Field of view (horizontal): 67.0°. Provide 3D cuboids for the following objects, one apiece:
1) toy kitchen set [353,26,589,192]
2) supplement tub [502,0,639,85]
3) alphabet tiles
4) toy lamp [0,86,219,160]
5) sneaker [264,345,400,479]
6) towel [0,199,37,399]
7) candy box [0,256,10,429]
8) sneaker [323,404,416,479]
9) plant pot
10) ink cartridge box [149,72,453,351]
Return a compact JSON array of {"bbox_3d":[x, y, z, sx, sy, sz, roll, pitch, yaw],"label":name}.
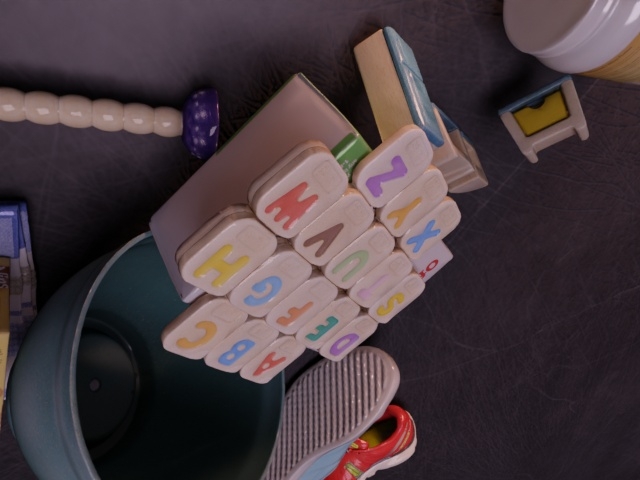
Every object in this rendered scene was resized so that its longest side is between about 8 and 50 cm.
[{"bbox_3d":[0.167,-0.154,0.506,0.166,0.122,0.207,-26,158,29],"label":"toy kitchen set"},{"bbox_3d":[0.303,-0.236,0.483,0.199,0.144,0.145,0,126,-22],"label":"supplement tub"},{"bbox_3d":[0.007,0.034,0.446,0.278,0.021,0.284,-39,143,5],"label":"alphabet tiles"},{"bbox_3d":[-0.229,-0.112,0.412,0.274,0.080,0.080,-1,126,-21],"label":"toy lamp"},{"bbox_3d":[0.007,0.311,0.823,0.366,0.135,0.150,-45,148,17],"label":"sneaker"},{"bbox_3d":[-0.410,0.080,0.501,0.209,0.034,0.285,-4,128,-30],"label":"towel"},{"bbox_3d":[-0.340,0.122,0.477,0.053,0.109,0.187,2,124,-33],"label":"candy box"},{"bbox_3d":[0.052,0.401,0.921,0.278,0.107,0.119,-30,128,-12],"label":"sneaker"},{"bbox_3d":[-0.198,0.151,0.523,0.196,0.293,0.293,-16,136,26],"label":"plant pot"},{"bbox_3d":[0.000,0.000,0.520,0.201,0.117,0.278,-43,143,8],"label":"ink cartridge box"}]
